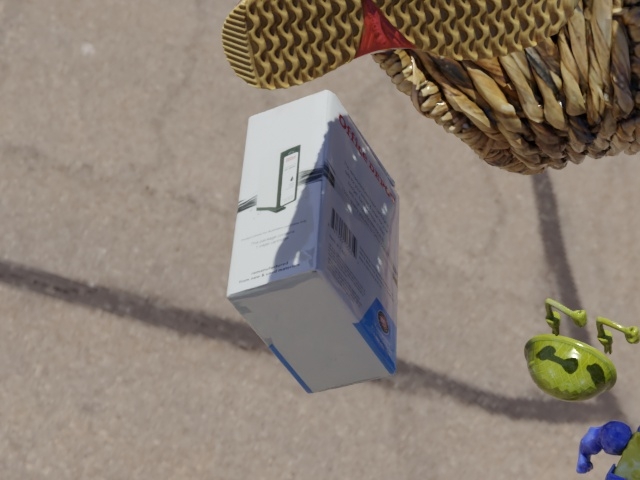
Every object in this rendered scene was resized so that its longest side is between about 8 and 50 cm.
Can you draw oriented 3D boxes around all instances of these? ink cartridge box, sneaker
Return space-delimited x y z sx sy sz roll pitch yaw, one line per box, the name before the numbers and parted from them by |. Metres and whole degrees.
ink cartridge box | 0.000 0.000 1.049 0.148 0.085 0.203 54 29 -40
sneaker | 0.042 -0.130 0.659 0.185 0.070 0.084 -6 25 10

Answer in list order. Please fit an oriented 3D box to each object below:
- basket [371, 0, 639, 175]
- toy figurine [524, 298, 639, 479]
basket | 0.114 -0.152 0.837 0.223 0.214 0.299 -7 15 17
toy figurine | 0.396 0.252 1.555 0.362 0.191 0.217 20 61 15
